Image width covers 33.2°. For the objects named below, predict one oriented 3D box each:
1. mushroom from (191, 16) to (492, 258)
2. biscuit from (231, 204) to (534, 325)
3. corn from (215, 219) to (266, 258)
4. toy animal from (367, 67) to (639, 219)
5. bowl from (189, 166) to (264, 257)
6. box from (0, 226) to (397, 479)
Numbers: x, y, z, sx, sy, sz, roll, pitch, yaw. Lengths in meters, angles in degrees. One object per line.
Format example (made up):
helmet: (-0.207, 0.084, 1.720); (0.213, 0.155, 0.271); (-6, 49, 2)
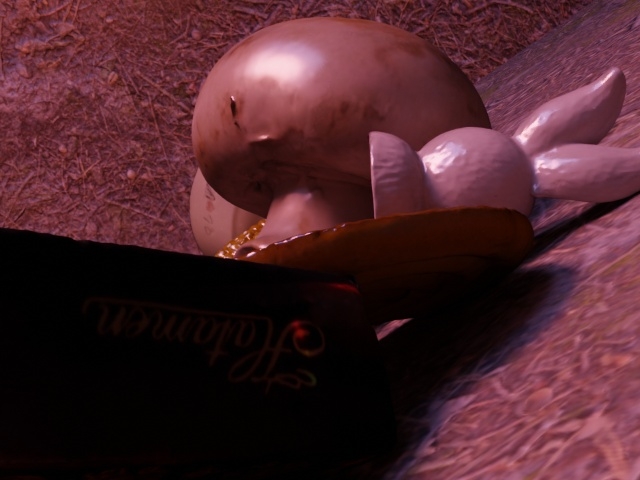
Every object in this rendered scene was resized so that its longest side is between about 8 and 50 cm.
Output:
mushroom: (0.012, -0.051, 1.015); (0.297, 0.298, 0.290); (-24, 45, 60)
biscuit: (0.023, 0.033, 0.748); (0.262, 0.037, 0.262); (-13, -13, -3)
corn: (0.000, 0.000, 1.235); (0.322, 0.119, 0.119); (-36, 6, -23)
toy animal: (0.147, -0.046, 0.841); (0.221, 0.130, 0.103); (-9, 50, 1)
bowl: (-0.035, -0.037, 1.348); (0.238, 0.237, 0.126); (-35, 37, -14)
box: (-0.190, 0.133, 0.634); (0.264, 0.115, 0.415); (10, -32, -45)
